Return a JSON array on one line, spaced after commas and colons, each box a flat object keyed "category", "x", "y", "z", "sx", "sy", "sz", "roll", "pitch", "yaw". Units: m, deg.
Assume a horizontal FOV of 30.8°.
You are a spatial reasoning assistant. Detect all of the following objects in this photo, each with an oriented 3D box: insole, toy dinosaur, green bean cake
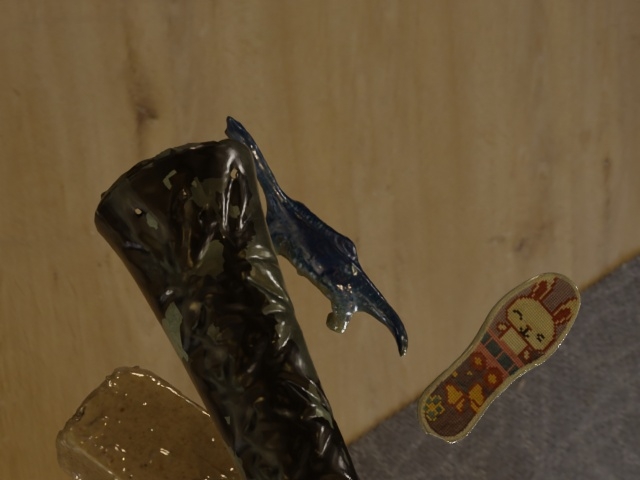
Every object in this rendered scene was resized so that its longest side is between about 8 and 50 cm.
[{"category": "insole", "x": 0.152, "y": 0.094, "z": 0.980, "sx": 0.197, "sy": 0.004, "sz": 0.065, "roll": -41, "pitch": 92, "yaw": -23}, {"category": "toy dinosaur", "x": 0.000, "y": 0.000, "z": 1.139, "sx": 0.075, "sy": 0.247, "sz": 0.188, "roll": -40, "pitch": 152, "yaw": -27}, {"category": "green bean cake", "x": -0.145, "y": 0.205, "z": 1.071, "sx": 0.179, "sy": 0.085, "sz": 0.109, "roll": 36, "pitch": 55, "yaw": 13}]

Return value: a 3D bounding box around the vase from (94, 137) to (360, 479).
[{"category": "vase", "x": -0.016, "y": 0.052, "z": 0.361, "sx": 0.059, "sy": 0.059, "sz": 0.167, "roll": -18, "pitch": 69, "yaw": -20}]
